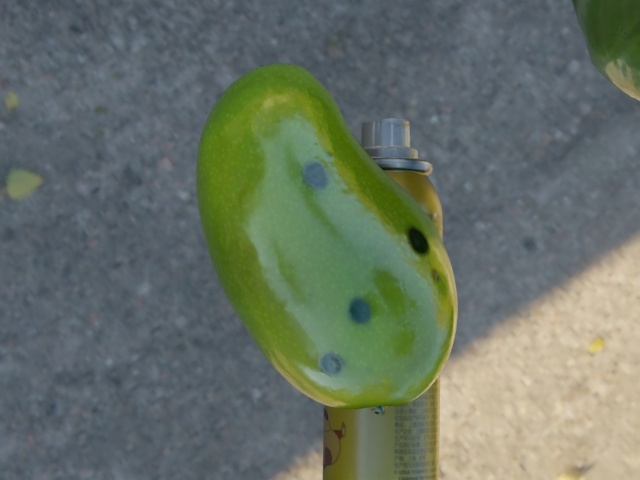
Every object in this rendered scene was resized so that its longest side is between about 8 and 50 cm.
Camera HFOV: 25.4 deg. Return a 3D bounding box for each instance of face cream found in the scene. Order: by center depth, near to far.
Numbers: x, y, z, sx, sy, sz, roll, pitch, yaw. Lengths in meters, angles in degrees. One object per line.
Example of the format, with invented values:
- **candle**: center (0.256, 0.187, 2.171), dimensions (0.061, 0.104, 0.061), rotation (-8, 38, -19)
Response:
- **face cream**: center (0.055, 0.067, 1.256), dimensions (0.105, 0.105, 0.349), rotation (4, 86, -34)

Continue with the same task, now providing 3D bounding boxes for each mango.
- **mango**: center (0.000, 0.000, 1.130), dimensions (0.175, 0.143, 0.293), rotation (-26, 89, -16)

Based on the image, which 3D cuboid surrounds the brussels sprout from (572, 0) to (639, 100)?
- **brussels sprout**: center (0.336, -0.263, 1.169), dimensions (0.247, 0.328, 0.328), rotation (34, 103, -26)
